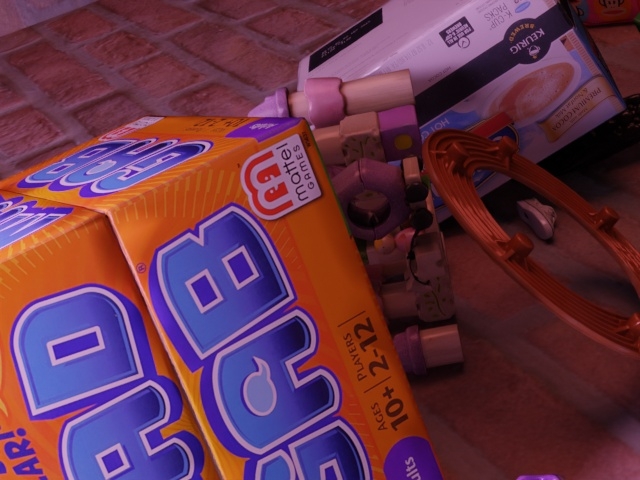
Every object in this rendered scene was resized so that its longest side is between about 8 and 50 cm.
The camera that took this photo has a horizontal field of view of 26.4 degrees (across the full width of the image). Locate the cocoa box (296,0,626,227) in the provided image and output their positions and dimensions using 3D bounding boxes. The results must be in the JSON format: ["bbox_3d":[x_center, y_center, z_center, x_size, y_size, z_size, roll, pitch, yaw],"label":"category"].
[{"bbox_3d":[0.171,-0.200,1.740,0.347,0.228,0.231,-32,21,16],"label":"cocoa box"}]

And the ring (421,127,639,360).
[{"bbox_3d":[0.244,-0.007,1.365,0.032,0.337,0.336,-51,14,24],"label":"ring"}]

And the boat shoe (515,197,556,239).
[{"bbox_3d":[0.272,-0.030,1.675,0.035,0.035,0.100,-21,19,-4],"label":"boat shoe"}]

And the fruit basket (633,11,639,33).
[{"bbox_3d":[0.615,-0.264,1.671,0.392,0.283,0.392,-30,12,7],"label":"fruit basket"}]

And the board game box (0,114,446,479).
[{"bbox_3d":[-0.172,0.122,1.177,0.356,0.356,0.356,-28,16,-22],"label":"board game box"}]

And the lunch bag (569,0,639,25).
[{"bbox_3d":[0.522,-0.489,2.198,0.293,0.258,0.120,-3,28,26],"label":"lunch bag"}]

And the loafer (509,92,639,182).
[{"bbox_3d":[0.341,-0.128,1.801,0.223,0.076,0.078,-21,-15,11],"label":"loafer"}]

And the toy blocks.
[{"bbox_3d":[0.000,0.000,1.487,0.260,0.288,0.309,-10,30,6],"label":"toy blocks"}]

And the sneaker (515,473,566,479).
[{"bbox_3d":[0.160,0.267,1.052,0.095,0.104,0.236,-3,29,22],"label":"sneaker"}]
